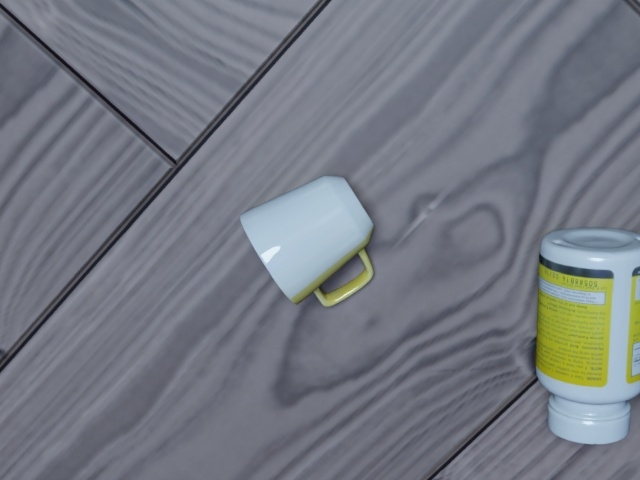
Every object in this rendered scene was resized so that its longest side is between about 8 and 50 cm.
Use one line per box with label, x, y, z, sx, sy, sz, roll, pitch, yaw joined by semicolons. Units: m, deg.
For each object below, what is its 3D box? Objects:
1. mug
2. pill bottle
mug;-0.002;-0.003;0.626;0.064;0.078;0.062;-33;67;3
pill bottle;0.158;0.055;0.617;0.065;0.065;0.116;0;104;4
